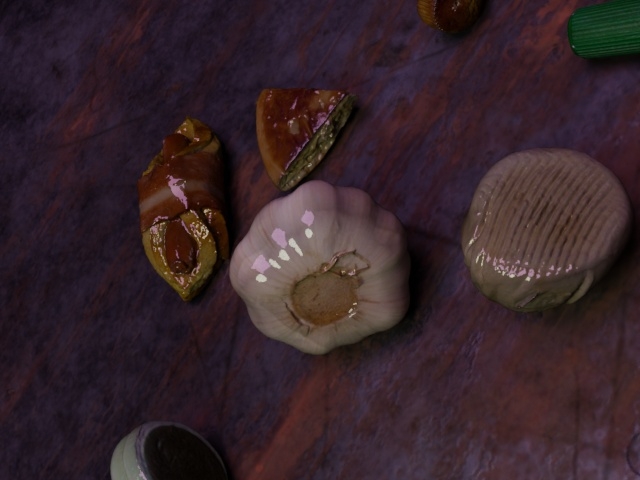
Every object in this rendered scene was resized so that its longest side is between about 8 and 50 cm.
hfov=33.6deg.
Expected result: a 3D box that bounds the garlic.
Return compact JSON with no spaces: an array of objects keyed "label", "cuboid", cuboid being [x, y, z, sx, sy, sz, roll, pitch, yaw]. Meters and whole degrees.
[{"label":"garlic","cuboid":[0.000,0.000,1.175,0.199,0.199,0.226,-34,27,18]}]

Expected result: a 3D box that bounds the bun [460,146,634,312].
[{"label":"bun","cuboid":[0.218,-0.001,1.043,0.173,0.113,0.166,-30,56,-8]}]

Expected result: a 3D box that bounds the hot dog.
[{"label":"hot dog","cuboid":[-0.181,-0.056,1.362,0.123,0.093,0.261,-25,56,24]}]

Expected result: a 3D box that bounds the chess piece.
[{"label":"chess piece","cuboid":[-0.234,0.335,1.211,0.272,0.139,0.139,-46,50,23]}]

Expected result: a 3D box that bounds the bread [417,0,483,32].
[{"label":"bread","cuboid":[0.156,-0.284,1.241,0.053,0.085,0.085,28,86,46]}]

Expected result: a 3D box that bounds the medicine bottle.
[{"label":"medicine bottle","cuboid":[0.396,-0.227,1.047,0.309,0.076,0.111,-1,46,36]}]

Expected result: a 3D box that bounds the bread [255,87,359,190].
[{"label":"bread","cuboid":[-0.029,-0.124,1.313,0.154,0.054,0.136,2,69,42]}]
